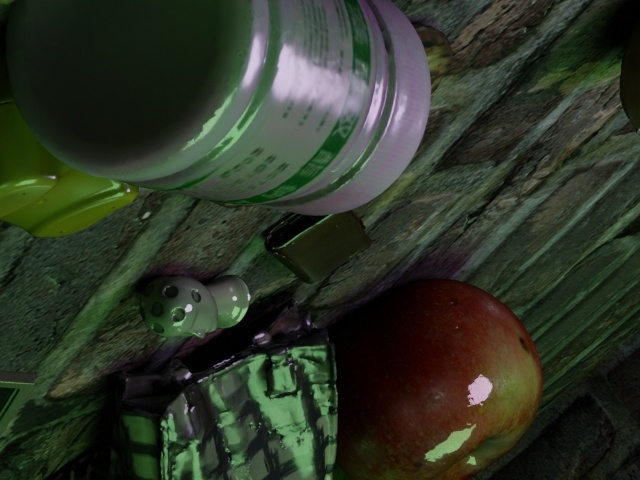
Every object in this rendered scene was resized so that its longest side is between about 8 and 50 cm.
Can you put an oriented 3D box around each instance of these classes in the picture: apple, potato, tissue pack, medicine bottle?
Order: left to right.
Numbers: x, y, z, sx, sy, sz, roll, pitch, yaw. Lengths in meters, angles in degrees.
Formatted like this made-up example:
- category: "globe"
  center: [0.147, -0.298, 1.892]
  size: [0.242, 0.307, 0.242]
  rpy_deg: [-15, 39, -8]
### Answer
- category: "tissue pack"
  center: [-0.231, -0.078, 1.276]
  size: [0.123, 0.127, 0.178]
  rpy_deg: [-25, 164, 23]
- category: "medicine bottle"
  center: [-0.067, -0.133, 1.256]
  size: [0.212, 0.212, 0.325]
  rpy_deg: [-38, 160, 18]
- category: "apple"
  center: [0.156, 0.217, 2.397]
  size: [0.348, 0.277, 0.348]
  rpy_deg: [-28, 158, -12]
- category: "potato"
  center: [0.451, -0.251, 1.937]
  size: [0.299, 0.116, 0.239]
  rpy_deg: [-35, 171, -26]

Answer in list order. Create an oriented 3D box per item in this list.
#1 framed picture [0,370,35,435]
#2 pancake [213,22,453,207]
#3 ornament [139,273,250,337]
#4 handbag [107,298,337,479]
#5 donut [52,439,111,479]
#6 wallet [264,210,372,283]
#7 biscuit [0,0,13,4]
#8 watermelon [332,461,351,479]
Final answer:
- category: "framed picture"
  center: [-0.430, 0.204, 1.734]
  size: [0.184, 0.016, 0.250]
  rpy_deg: [8, 141, -30]
- category: "pancake"
  center: [0.003, -0.125, 1.672]
  size: [0.286, 0.033, 0.288]
  rpy_deg: [-7, 149, -49]
- category: "ornament"
  center: [-0.146, 0.076, 1.871]
  size: [0.075, 0.081, 0.156]
  rpy_deg: [-35, 166, 21]
- category: "handbag"
  center: [-0.127, 0.272, 2.169]
  size: [0.325, 0.162, 0.327]
  rpy_deg: [-25, 136, -32]
- category: "donut"
  center: [-0.289, 0.370, 2.353]
  size: [0.269, 0.103, 0.270]
  rpy_deg: [-27, 162, -10]
- category: "wallet"
  center: [0.000, 0.000, 1.981]
  size: [0.110, 0.031, 0.198]
  rpy_deg: [-34, 162, 3]
- category: "biscuit"
  center: [-0.131, -0.261, 1.037]
  size: [0.426, 0.078, 0.144]
  rpy_deg: [-30, 161, -10]
- category: "watermelon"
  center: [-0.074, 0.372, 2.485]
  size: [0.242, 0.242, 0.242]
  rpy_deg: [-28, 161, -11]
